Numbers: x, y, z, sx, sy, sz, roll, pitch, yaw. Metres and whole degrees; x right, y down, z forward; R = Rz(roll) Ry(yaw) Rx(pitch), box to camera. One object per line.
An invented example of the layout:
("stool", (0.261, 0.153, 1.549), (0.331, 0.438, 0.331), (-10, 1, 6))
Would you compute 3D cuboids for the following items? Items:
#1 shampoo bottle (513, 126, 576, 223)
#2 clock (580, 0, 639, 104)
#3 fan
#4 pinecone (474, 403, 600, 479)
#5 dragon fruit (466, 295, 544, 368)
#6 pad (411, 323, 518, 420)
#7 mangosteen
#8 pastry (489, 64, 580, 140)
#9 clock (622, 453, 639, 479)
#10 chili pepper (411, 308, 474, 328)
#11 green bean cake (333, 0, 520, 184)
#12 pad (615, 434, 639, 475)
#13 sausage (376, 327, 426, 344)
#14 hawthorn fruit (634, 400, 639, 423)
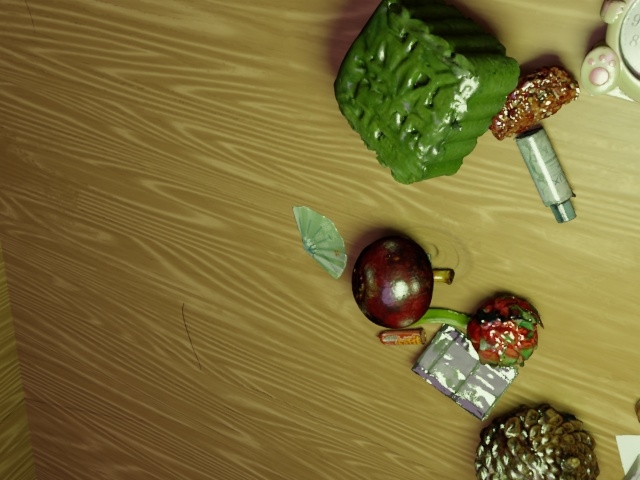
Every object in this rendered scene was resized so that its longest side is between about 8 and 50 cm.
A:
("shampoo bottle", (0.497, -0.140, 1.412), (0.072, 0.072, 0.214), (-20, 104, 34))
("clock", (0.652, -0.387, 1.173), (0.284, 0.114, 0.309), (22, 122, 19))
("fan", (0.000, 0.000, 1.790), (0.131, 0.009, 0.240), (-26, 100, 33))
("pinecone", (0.537, 0.566, 1.639), (0.296, 0.242, 0.298), (-23, 82, 37))
("dragon fruit", (0.442, 0.226, 1.567), (0.182, 0.182, 0.188), (19, 104, 19))
("pad", (0.381, 0.344, 1.710), (0.233, 0.022, 0.174), (35, 101, 10))
("mangosteen", (0.211, 0.098, 1.625), (0.262, 0.235, 0.235), (-6, 120, -17))
("pastry", (0.428, -0.290, 1.349), (0.208, 0.115, 0.097), (-30, 78, 42))
("clock", (0.835, 0.647, 1.625), (0.150, 0.063, 0.197), (22, 124, 18))
("chili pepper", (0.309, 0.205, 1.702), (0.202, 0.051, 0.050), (2, 146, 27))
("green bean cake", (0.199, -0.310, 1.343), (0.335, 0.218, 0.319), (51, 134, 27))
("pad", (0.846, 0.581, 1.628), (0.157, 0.004, 0.232), (-12, 108, 33))
("sausage", (0.218, 0.266, 1.784), (0.145, 0.048, 0.050), (-7, 149, 32))
("hawthorn fruit", (0.797, 0.402, 1.528), (0.103, 0.067, 0.066), (-28, 99, 34))
